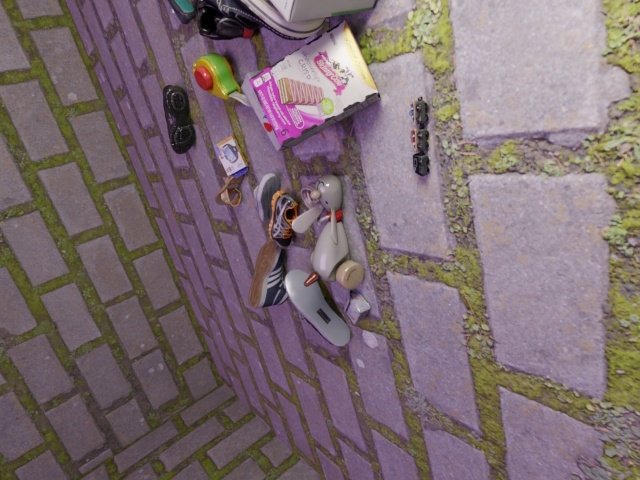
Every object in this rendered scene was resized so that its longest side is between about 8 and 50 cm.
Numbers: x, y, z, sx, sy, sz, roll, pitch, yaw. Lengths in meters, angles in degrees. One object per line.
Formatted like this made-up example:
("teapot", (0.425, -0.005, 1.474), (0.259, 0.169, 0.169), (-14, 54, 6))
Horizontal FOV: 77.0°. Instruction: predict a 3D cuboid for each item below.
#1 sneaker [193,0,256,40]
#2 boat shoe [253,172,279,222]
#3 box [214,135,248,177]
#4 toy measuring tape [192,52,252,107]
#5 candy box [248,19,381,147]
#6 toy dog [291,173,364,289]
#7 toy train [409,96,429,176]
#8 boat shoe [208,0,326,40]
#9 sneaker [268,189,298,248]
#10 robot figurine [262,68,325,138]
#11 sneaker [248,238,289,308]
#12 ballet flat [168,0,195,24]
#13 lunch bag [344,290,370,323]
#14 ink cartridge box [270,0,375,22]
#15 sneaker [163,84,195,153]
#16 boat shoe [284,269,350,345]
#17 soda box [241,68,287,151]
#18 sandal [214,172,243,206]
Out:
("sneaker", (-0.298, -0.624, 1.107), (0.276, 0.135, 0.097), (41, 145, 33))
("boat shoe", (-0.196, -0.152, 1.363), (0.076, 0.083, 0.226), (46, 146, 23))
("box", (-0.318, -0.296, 1.444), (0.081, 0.028, 0.136), (-24, 92, 18))
("toy measuring tape", (-0.282, -0.492, 1.217), (0.330, 0.121, 0.121), (30, 137, 29))
("candy box", (-0.011, -0.320, 0.849), (0.233, 0.071, 0.159), (-25, 94, 15))
("toy dog", (0.000, 0.000, 1.118), (0.220, 0.161, 0.333), (-4, 110, 56))
("toy train", (0.198, -0.206, 0.805), (0.036, 0.027, 0.158), (36, 142, 53))
("boat shoe", (-0.150, -0.558, 0.906), (0.500, 0.187, 0.156), (49, 152, 30))
("sneaker", (-0.115, -0.057, 1.322), (0.083, 0.084, 0.215), (32, 136, 33))
("robot figurine", (-0.056, -0.341, 0.973), (0.219, 0.128, 0.158), (47, 114, 23))
("sneaker", (-0.170, 0.128, 1.547), (0.099, 0.153, 0.282), (30, 106, 45))
("ballet flat", (-0.477, -0.790, 1.306), (0.203, 0.074, 0.074), (57, 148, 5))
("lunch bag", (0.104, 0.200, 1.225), (0.083, 0.053, 0.071), (55, 148, 30))
("ink cartridge box", (-0.039, -0.546, 0.716), (0.289, 0.211, 0.121), (55, 150, 14))
("sneaker", (-0.599, -0.507, 1.684), (0.130, 0.109, 0.286), (39, 133, 43))
("boat shoe", (-0.021, 0.234, 1.380), (0.306, 0.113, 0.105), (47, 155, -4))
("soda box", (-0.133, -0.362, 1.120), (0.216, 0.074, 0.069), (61, 149, 3))
("sandal", (-0.346, -0.172, 1.564), (0.079, 0.088, 0.240), (61, 144, 13))
